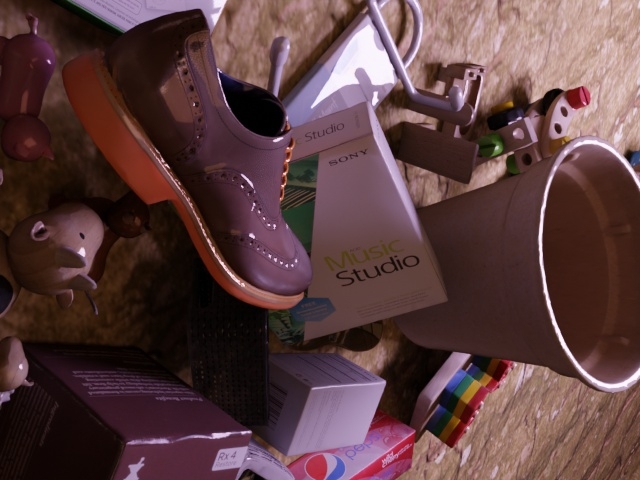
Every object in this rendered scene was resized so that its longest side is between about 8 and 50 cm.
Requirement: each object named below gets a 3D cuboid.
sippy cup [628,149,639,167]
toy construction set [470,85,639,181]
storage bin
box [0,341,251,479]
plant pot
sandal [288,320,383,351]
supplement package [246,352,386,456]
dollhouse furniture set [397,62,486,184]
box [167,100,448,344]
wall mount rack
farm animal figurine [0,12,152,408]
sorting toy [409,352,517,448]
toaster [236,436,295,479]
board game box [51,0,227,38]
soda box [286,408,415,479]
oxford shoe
[{"bbox_3d":[0.778,-0.087,1.765,0.305,0.240,0.224,7,95,-74],"label":"sippy cup"},{"bbox_3d":[0.381,-0.112,1.226,0.237,0.309,0.257,-11,110,-41],"label":"toy construction set"},{"bbox_3d":[-0.100,0.117,0.879,0.084,0.122,0.180,-1,131,-3],"label":"storage bin"},{"bbox_3d":[-0.215,0.220,0.773,0.168,0.203,0.167,15,99,-51],"label":"box"},{"bbox_3d":[0.271,0.044,1.110,0.334,0.305,0.334,8,79,-42],"label":"plant pot"},{"bbox_3d":[0.018,0.124,1.124,0.180,0.049,0.072,1,104,-34],"label":"sandal"},{"bbox_3d":[-0.009,0.228,1.097,0.179,0.105,0.105,11,101,-51],"label":"supplement package"},{"bbox_3d":[0.218,-0.175,1.119,0.151,0.123,0.144,-12,119,-46],"label":"dollhouse furniture set"},{"bbox_3d":[0.000,0.000,0.906,0.232,0.058,0.322,-18,138,13],"label":"box"},{"bbox_3d":[0.041,-0.194,0.898,0.350,0.130,0.304,-52,138,-17],"label":"wall mount rack"},{"bbox_3d":[-0.269,-0.004,0.591,0.327,0.172,0.330,-51,144,-16],"label":"farm animal figurine"},{"bbox_3d":[0.276,0.250,1.390,0.257,0.089,0.255,-46,160,-22],"label":"sorting toy"},{"bbox_3d":[-0.133,0.285,0.951,0.129,0.146,0.227,-54,141,-15],"label":"toaster"},{"bbox_3d":[-0.142,-0.337,0.654,0.242,0.064,0.316,23,92,-52],"label":"board game box"},{"bbox_3d":[0.037,0.376,1.246,0.263,0.092,0.083,-23,126,-40],"label":"soda box"},{"bbox_3d":[-0.068,-0.051,0.700,0.133,0.130,0.363,-30,144,5],"label":"oxford shoe"}]
